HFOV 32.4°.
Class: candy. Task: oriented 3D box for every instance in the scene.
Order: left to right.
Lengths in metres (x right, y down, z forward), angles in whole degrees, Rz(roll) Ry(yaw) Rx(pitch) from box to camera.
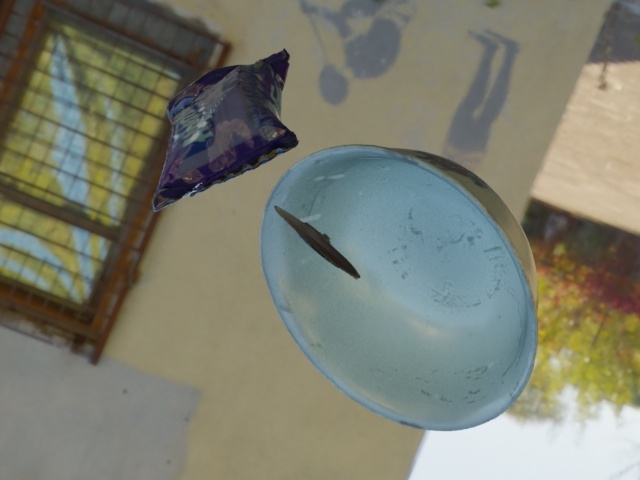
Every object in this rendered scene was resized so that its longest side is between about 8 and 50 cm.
[{"bbox_3d":[-0.091,-0.112,1.066,0.070,0.145,0.275,60,-170,-27],"label":"candy"}]

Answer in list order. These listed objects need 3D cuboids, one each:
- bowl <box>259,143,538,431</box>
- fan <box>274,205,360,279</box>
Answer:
[{"bbox_3d":[0.144,0.030,1.524,0.435,0.434,0.196,24,-139,27],"label":"bowl"},{"bbox_3d":[0.000,0.000,0.857,0.085,0.005,0.133,40,-174,3],"label":"fan"}]
